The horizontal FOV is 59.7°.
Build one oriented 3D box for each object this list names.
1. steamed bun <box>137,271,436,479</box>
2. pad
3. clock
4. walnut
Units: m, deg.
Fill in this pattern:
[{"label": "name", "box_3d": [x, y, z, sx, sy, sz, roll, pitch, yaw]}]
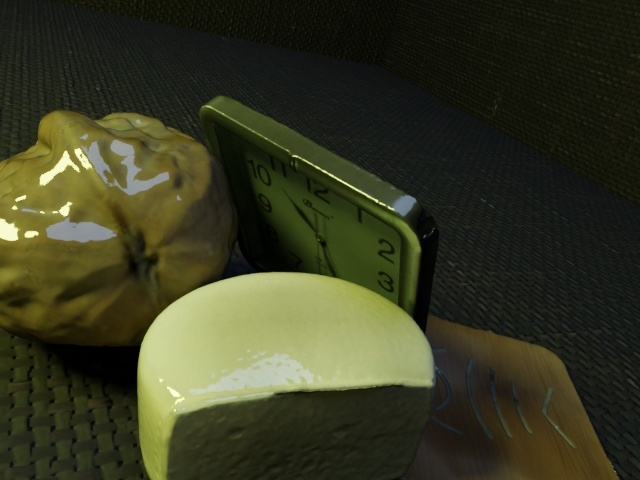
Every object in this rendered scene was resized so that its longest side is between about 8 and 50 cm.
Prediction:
[{"label": "steamed bun", "box_3d": [-0.034, 0.119, 0.489, 0.242, 0.146, 0.164, 0, 32, -19]}, {"label": "pad", "box_3d": [0.177, 0.181, 0.638, 0.284, 0.018, 0.286, 15, 26, -2]}, {"label": "clock", "box_3d": [0.000, 0.000, 0.592, 0.273, 0.278, 0.049, 33, 61, 27]}, {"label": "walnut", "box_3d": [-0.213, -0.012, 0.557, 0.227, 0.273, 0.273, 45, 9, -34]}]
